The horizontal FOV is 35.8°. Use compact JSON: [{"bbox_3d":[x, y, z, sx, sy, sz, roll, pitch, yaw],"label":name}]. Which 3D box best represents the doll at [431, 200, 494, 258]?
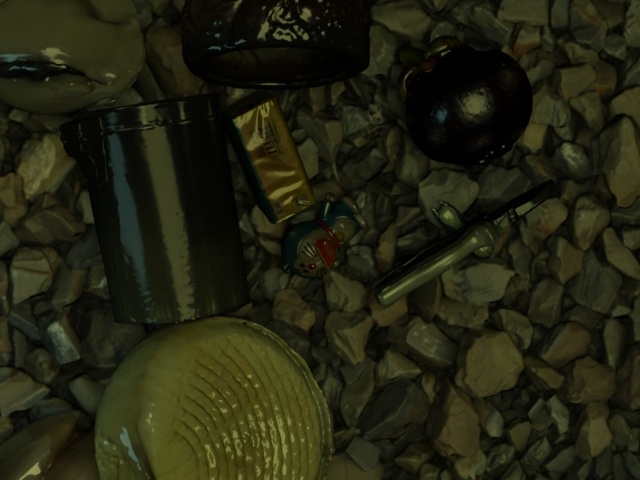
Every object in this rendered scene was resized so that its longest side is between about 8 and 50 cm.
[{"bbox_3d":[0.227,-0.016,1.571,0.125,0.027,0.037,40,94,-13],"label":"doll"}]

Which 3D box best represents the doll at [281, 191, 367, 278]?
[{"bbox_3d":[0.000,0.000,1.498,0.152,0.085,0.114,-38,121,-17],"label":"doll"}]

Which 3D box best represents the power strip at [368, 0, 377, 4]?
[{"bbox_3d":[0.126,-0.450,1.444,0.061,0.145,0.216,34,88,-15],"label":"power strip"}]

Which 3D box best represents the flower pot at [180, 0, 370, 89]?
[{"bbox_3d":[-0.061,-0.365,1.365,0.266,0.266,0.267,0,86,-12],"label":"flower pot"}]

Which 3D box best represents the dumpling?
[{"bbox_3d":[-0.380,-0.273,1.334,0.292,0.163,0.205,5,96,11],"label":"dumpling"}]

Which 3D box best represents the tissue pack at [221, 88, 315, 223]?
[{"bbox_3d":[-0.076,-0.124,1.437,0.082,0.120,0.169,-24,109,-7],"label":"tissue pack"}]

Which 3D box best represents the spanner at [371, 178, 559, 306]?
[{"bbox_3d":[0.220,0.000,1.512,0.324,0.095,0.040,-32,102,3],"label":"spanner"}]

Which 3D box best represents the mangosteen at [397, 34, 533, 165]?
[{"bbox_3d":[0.205,-0.221,1.477,0.194,0.194,0.230,-32,76,-7],"label":"mangosteen"}]

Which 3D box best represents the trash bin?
[{"bbox_3d":[-0.219,-0.042,1.384,0.252,0.203,0.302,-18,103,-45],"label":"trash bin"}]

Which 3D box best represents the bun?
[{"bbox_3d":[-0.169,0.288,1.417,0.364,0.202,0.364,10,74,-40],"label":"bun"}]

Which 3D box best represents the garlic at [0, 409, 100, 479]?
[{"bbox_3d":[-0.381,0.409,1.439,0.325,0.132,0.279,-34,110,-2],"label":"garlic"}]
